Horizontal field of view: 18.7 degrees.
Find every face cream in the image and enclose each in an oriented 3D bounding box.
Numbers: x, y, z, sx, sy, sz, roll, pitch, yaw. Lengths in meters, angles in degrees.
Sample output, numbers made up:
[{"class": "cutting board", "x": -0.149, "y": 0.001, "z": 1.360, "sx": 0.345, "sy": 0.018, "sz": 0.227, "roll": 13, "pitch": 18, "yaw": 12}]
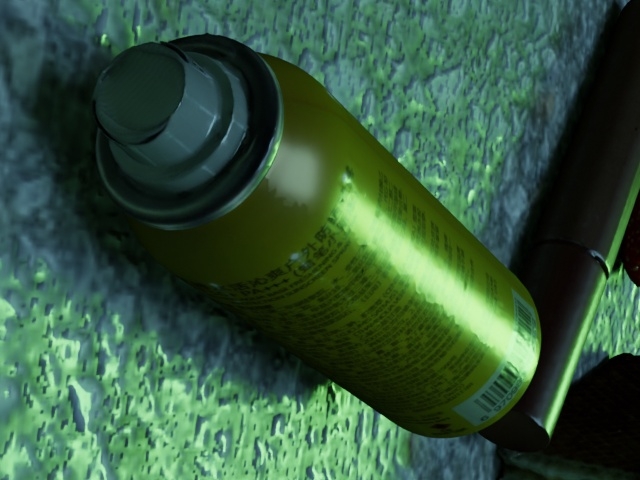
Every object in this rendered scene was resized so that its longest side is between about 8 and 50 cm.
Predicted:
[{"class": "face cream", "x": 0.000, "y": 0.000, "z": 0.897, "sx": 0.348, "sy": 0.105, "sz": 0.105, "roll": 38, "pitch": 62, "yaw": -58}]

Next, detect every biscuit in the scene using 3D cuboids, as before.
[{"class": "biscuit", "x": 0.211, "y": 0.146, "z": 1.333, "sx": 0.252, "sy": 0.106, "sz": 0.070, "roll": -25, "pitch": 119, "yaw": -58}]

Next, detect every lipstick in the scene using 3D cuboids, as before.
[{"class": "lipstick", "x": 0.178, "y": -0.022, "z": 1.289, "sx": 0.357, "sy": 0.057, "sz": 0.057, "roll": -66, "pitch": 148, "yaw": -32}]

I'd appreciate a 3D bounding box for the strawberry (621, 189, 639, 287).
[{"class": "strawberry", "x": 0.277, "y": -0.040, "z": 1.432, "sx": 0.131, "sy": 0.148, "sz": 0.131, "roll": 49, "pitch": 20, "yaw": -24}]
